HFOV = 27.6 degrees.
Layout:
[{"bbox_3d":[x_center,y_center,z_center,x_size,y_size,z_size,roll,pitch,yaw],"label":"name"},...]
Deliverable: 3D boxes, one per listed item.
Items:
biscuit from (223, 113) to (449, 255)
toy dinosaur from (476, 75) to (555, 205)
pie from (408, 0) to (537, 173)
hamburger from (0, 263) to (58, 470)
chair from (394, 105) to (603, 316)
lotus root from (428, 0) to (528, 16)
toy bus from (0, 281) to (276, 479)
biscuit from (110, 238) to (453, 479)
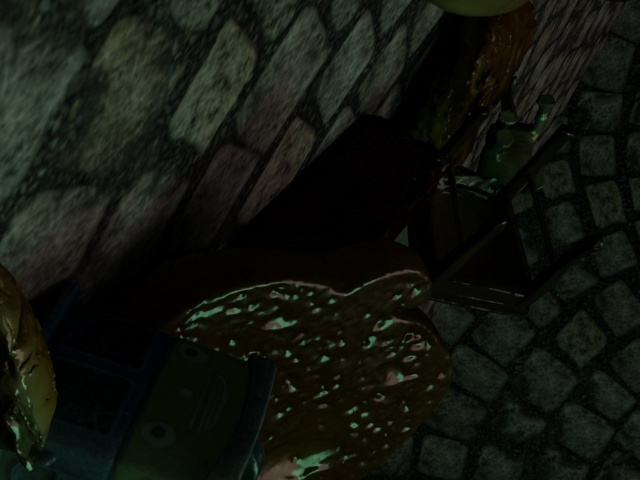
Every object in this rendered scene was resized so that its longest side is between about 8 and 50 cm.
[{"bbox_3d":[0.000,0.000,1.291,0.388,0.107,0.073,-47,163,-45],"label":"biscuit"},{"bbox_3d":[0.237,-0.094,1.668,0.147,0.076,0.363,117,-11,-62],"label":"toy dinosaur"},{"bbox_3d":[0.175,-0.179,1.610,0.308,0.085,0.308,-60,173,-13],"label":"pie"},{"bbox_3d":[-0.186,0.074,0.729,0.087,0.102,0.176,-57,170,-44],"label":"hamburger"},{"bbox_3d":[0.157,0.002,1.500,0.319,0.160,0.186,-46,-137,47],"label":"chair"},{"bbox_3d":[0.155,-0.279,1.179,0.146,0.130,0.303,-63,168,26],"label":"lotus root"},{"bbox_3d":[-0.159,0.206,0.928,0.152,0.190,0.312,-71,-177,-56],"label":"toy bus"},{"bbox_3d":[-0.038,0.111,1.095,0.314,0.063,0.367,-48,138,15],"label":"biscuit"}]
